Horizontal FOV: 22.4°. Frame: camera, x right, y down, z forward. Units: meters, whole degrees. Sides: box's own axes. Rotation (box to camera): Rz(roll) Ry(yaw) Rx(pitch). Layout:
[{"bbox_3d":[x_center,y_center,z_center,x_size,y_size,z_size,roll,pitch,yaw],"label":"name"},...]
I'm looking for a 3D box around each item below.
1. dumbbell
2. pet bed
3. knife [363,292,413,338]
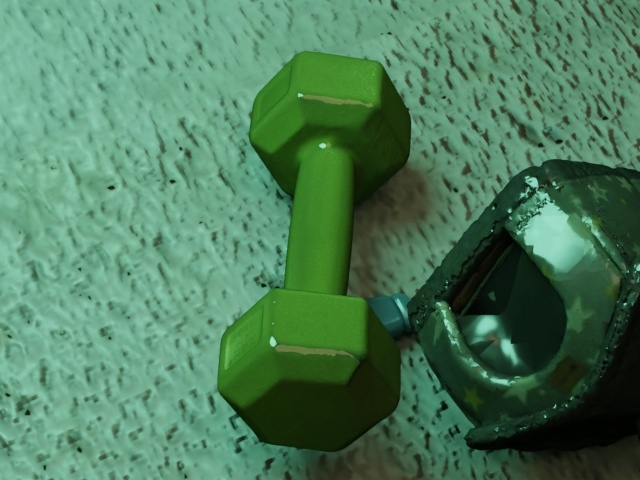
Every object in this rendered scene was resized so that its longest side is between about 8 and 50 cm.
[{"bbox_3d":[0.000,0.000,1.123,0.108,0.121,0.302,29,44,-24],"label":"dumbbell"},{"bbox_3d":[0.189,0.062,1.083,0.211,0.183,0.159,6,42,-49],"label":"pet bed"},{"bbox_3d":[0.086,0.054,1.191,0.244,0.032,0.058,-13,59,-22],"label":"knife"}]
